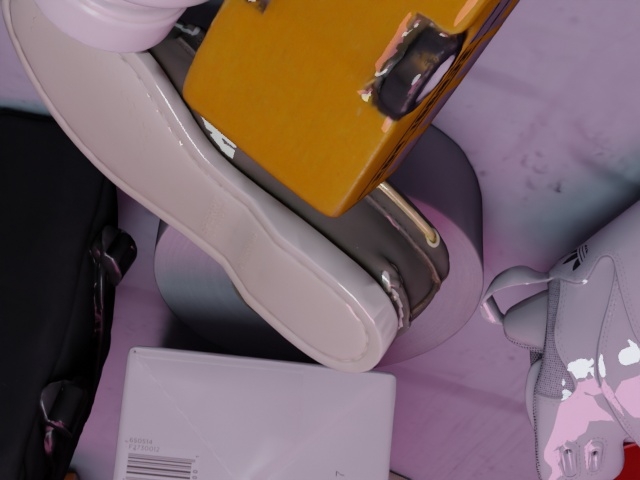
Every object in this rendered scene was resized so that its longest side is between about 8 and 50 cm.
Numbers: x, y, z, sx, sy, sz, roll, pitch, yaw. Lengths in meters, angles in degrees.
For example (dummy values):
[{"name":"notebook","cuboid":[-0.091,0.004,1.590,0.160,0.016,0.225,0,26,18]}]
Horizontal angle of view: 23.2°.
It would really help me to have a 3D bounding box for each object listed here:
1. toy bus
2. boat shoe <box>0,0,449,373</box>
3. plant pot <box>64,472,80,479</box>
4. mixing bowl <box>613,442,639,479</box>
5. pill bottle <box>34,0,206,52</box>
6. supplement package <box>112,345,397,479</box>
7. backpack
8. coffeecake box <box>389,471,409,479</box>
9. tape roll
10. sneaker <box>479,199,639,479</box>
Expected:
[{"name":"toy bus","cuboid":[0.062,-0.165,0.727,0.108,0.130,0.333,40,121,8]},{"name":"boat shoe","cuboid":[-0.055,-0.058,0.898,0.305,0.091,0.109,44,147,4]},{"name":"plant pot","cuboid":[-0.293,0.284,1.362,0.188,0.205,0.205,-13,142,-5]},{"name":"mixing bowl","cuboid":[0.278,0.156,1.204,0.181,0.098,0.181,2,143,2]},{"name":"pill bottle","cuboid":[-0.072,-0.190,0.771,0.117,0.118,0.208,19,140,-19]},{"name":"supplement package","cuboid":[-0.053,0.179,1.106,0.175,0.178,0.293,6,171,-2]},{"name":"backpack","cuboid":[-0.269,0.114,1.079,0.273,0.290,0.355,9,149,2]},{"name":"coffeecake box","cuboid":[-0.031,0.251,1.378,0.142,0.068,0.185,28,137,-27]},{"name":"tape roll","cuboid":[0.000,0.000,1.048,0.219,0.072,0.219,2,142,2]},{"name":"sneaker","cuboid":[0.265,0.127,1.042,0.210,0.137,0.366,-26,106,18]}]
